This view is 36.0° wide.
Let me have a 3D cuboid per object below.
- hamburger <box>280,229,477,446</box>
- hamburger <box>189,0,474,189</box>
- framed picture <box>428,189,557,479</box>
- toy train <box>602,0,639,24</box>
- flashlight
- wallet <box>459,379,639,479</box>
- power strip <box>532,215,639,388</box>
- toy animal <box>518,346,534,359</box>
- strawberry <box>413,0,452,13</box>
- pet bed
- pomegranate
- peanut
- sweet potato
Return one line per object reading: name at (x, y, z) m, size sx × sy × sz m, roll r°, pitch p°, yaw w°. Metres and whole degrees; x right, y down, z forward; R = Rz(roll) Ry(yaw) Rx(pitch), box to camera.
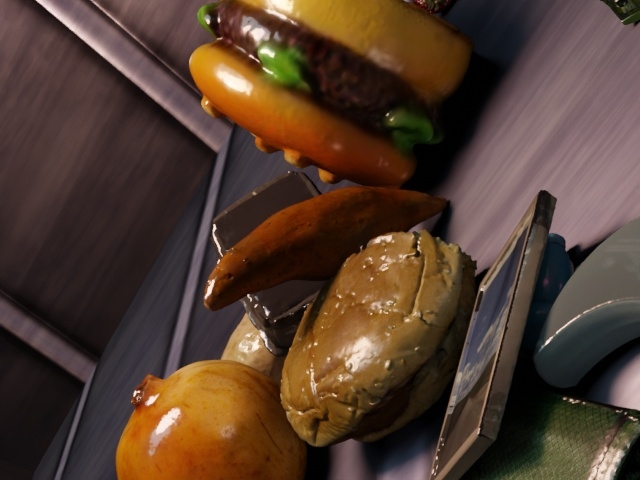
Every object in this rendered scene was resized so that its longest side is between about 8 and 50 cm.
hamburger at (0.053, 0.136, 1.131) m, size 0.309 × 0.133 × 0.211 m, roll -43°, pitch 22°, yaw 45°
hamburger at (-0.001, -0.244, 1.433) m, size 0.277 × 0.396 × 0.396 m, roll -62°, pitch 17°, yaw 7°
framed picture at (0.157, 0.102, 0.912) m, size 0.189 × 0.023 × 0.259 m, roll 107°, pitch -177°, yaw -58°
toy train at (0.323, -0.274, 1.057) m, size 0.038 × 0.056 × 0.093 m, roll -29°, pitch 34°, yaw 34°
flashlight at (0.211, 0.047, 0.926) m, size 0.051 × 0.051 × 0.129 m, roll -45°, pitch 24°, yaw 48°
wallet at (0.178, 0.199, 0.789) m, size 0.160 × 0.055 × 0.236 m, roll -61°, pitch 12°, yaw -9°
power strip at (0.258, 0.051, 0.758) m, size 0.167 × 0.054 × 0.253 m, roll -60°, pitch 16°, yaw -8°
toy animal at (0.194, 0.084, 0.956) m, size 0.050 × 0.028 × 0.084 m, roll -44°, pitch 28°, yaw 46°
strawberry at (0.193, -0.421, 1.663) m, size 0.073 × 0.073 × 0.083 m, roll -53°, pitch 7°, yaw 33°
pet bed at (-0.037, 0.040, 1.375) m, size 0.183 × 0.211 × 0.159 m, roll -33°, pitch -28°, yaw -5°
pomegranate at (-0.144, 0.278, 1.302) m, size 0.264 × 0.264 × 0.264 m, roll -55°, pitch 19°, yaw 28°
peanut at (-0.061, 0.138, 1.499) m, size 0.253 × 0.122 × 0.137 m, roll -61°, pitch 15°, yaw -8°
sweet potato at (0.004, -0.003, 1.229) m, size 0.112 × 0.359 × 0.112 m, roll 48°, pitch 148°, yaw 45°
